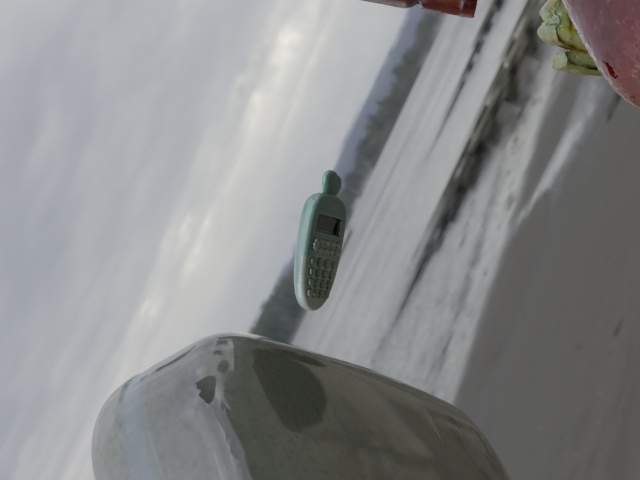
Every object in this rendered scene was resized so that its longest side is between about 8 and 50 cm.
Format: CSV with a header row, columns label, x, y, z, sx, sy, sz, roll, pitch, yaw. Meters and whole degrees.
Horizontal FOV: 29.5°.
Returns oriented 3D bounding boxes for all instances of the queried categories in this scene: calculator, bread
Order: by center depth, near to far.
label,x,y,z,sx,sy,sz,roll,pitch,yaw
bread,0.311,-0.236,1.306,0.064,0.156,0.117,-81,-12,-71
calculator,0.000,0.000,1.312,0.095,0.021,0.153,12,-96,-66

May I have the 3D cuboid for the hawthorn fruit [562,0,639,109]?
label,x,y,z,sx,sy,sz,roll,pitch,yaw
hawthorn fruit,0.293,-0.226,1.004,0.224,0.261,0.224,-42,-14,-13

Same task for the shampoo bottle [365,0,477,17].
label,x,y,z,sx,sy,sz,roll,pitch,yaw
shampoo bottle,0.015,-0.250,1.085,0.102,0.260,0.064,2,-81,-86

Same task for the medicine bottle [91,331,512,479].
label,x,y,z,sx,sy,sz,roll,pitch,yaw
medicine bottle,0.034,0.195,0.700,0.123,0.282,0.375,-31,-27,17
